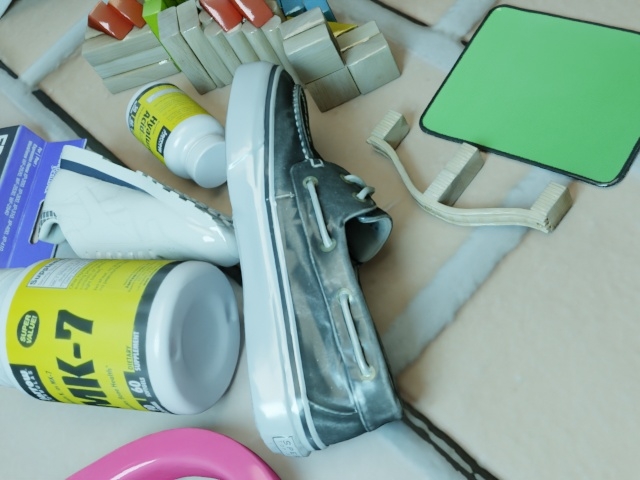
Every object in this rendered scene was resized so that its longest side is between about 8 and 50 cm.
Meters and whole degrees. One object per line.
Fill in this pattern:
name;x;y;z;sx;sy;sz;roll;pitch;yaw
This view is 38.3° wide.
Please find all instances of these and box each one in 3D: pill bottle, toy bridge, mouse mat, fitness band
pill bottle;-0.181;0.074;0.744;0.208;0.119;0.119;0;60;25
toy bridge;0.107;-0.049;0.752;0.188;0.026;0.063;30;76;35
mouse mat;0.193;-0.128;0.776;0.189;0.007;0.153;23;71;34
pill bottle;-0.128;-0.098;0.863;0.065;0.065;0.116;-44;53;-7
fitness band;-0.144;0.259;0.655;0.290;0.054;0.209;-31;50;2

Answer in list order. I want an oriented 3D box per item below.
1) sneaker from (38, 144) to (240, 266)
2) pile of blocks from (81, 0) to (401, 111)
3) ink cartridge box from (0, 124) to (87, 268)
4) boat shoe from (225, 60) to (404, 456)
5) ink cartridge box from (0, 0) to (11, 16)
sneaker;-0.159;-0.009;0.820;0.235;0.090;0.095;20;82;36
pile of blocks;-0.093;-0.225;0.899;0.362;0.113;0.149;10;64;28
ink cartridge box;-0.354;-0.020;0.928;0.208;0.045;0.206;-6;57;19
boat shoe;0.000;0.000;0.727;0.119;0.121;0.335;-12;66;8
ink cartridge box;-0.389;-0.419;1.008;0.307;0.223;0.129;-36;45;40
